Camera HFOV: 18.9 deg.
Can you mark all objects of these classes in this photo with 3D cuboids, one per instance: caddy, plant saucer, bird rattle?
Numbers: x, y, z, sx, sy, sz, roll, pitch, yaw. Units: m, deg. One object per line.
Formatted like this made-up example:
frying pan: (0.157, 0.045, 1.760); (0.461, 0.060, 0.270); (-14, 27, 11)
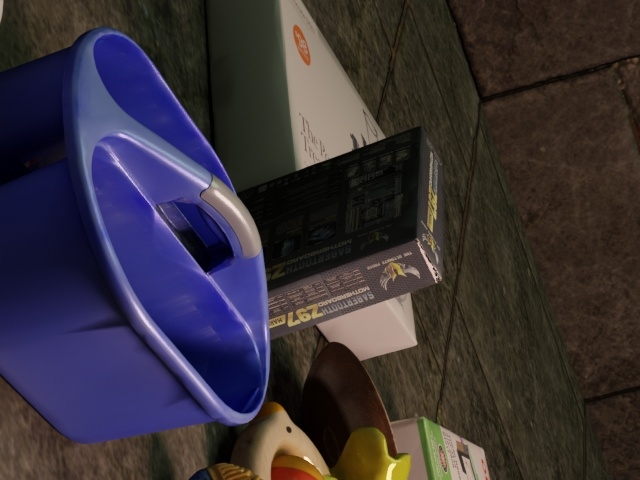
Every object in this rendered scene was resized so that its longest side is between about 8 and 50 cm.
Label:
caddy: (-0.136, 0.002, 1.403); (0.341, 0.179, 0.241); (55, 24, -51)
plant saucer: (0.025, 0.201, 1.923); (0.198, 0.036, 0.198); (165, -90, -72)
bird rattle: (-0.025, 0.266, 1.749); (0.207, 0.143, 0.253); (54, 36, -25)

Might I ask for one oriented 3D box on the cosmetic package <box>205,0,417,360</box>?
cosmetic package: (-0.008, -0.077, 2.106); (0.377, 0.097, 0.284); (54, 23, -53)

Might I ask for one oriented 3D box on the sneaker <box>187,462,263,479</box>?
sneaker: (-0.056, 0.332, 1.568); (0.131, 0.112, 0.296); (114, -40, -69)

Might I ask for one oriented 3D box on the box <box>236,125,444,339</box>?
box: (0.000, 0.000, 1.786); (0.059, 0.233, 0.183); (59, 21, -30)

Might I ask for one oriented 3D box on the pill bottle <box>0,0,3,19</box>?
pill bottle: (-0.264, -0.131, 1.178); (0.221, 0.124, 0.124); (-85, 155, -52)

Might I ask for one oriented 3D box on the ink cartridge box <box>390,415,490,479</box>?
ink cartridge box: (0.116, 0.317, 2.116); (0.278, 0.117, 0.201); (35, 42, -68)
